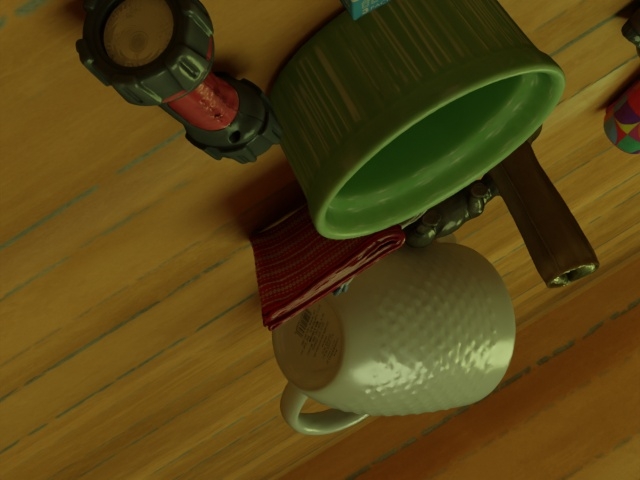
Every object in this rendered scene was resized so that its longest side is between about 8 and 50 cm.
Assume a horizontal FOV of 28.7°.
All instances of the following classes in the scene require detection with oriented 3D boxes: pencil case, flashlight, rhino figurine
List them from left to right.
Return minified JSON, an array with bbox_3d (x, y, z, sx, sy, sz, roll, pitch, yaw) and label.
[{"bbox_3d":[-0.106,-0.136,1.087,0.103,0.103,0.304,-28,163,8],"label":"flashlight"},{"bbox_3d":[0.219,-0.065,1.931,0.243,0.073,0.106,-28,160,-16],"label":"rhino figurine"},{"bbox_3d":[0.541,-0.234,1.966,0.104,0.104,0.236,-20,160,-34],"label":"pencil case"}]

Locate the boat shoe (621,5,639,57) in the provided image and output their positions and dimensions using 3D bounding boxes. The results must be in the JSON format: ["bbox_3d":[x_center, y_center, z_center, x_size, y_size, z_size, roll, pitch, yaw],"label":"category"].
[{"bbox_3d":[0.473,-0.282,1.743,0.073,0.080,0.223,-32,159,22],"label":"boat shoe"}]

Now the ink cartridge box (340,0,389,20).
[{"bbox_3d":[0.055,-0.270,1.045,0.104,0.061,0.181,-30,163,-6],"label":"ink cartridge box"}]

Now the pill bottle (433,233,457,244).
[{"bbox_3d":[0.201,0.019,2.194,0.043,0.043,0.083,-16,158,-42],"label":"pill bottle"}]

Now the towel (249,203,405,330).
[{"bbox_3d":[0.000,0.000,1.552,0.199,0.031,0.275,-33,-160,6],"label":"towel"}]

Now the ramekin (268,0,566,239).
[{"bbox_3d":[0.092,-0.145,1.324,0.303,0.148,0.303,-28,164,-9],"label":"ramekin"}]

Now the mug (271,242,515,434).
[{"bbox_3d":[0.076,0.177,1.992,0.328,0.276,0.374,-1,134,-44],"label":"mug"}]

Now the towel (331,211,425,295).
[{"bbox_3d":[0.111,-0.065,1.624,0.285,0.034,0.209,-47,-168,41],"label":"towel"}]

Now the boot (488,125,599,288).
[{"bbox_3d":[0.294,-0.064,1.707,0.089,0.269,0.236,-38,162,29],"label":"boot"}]
